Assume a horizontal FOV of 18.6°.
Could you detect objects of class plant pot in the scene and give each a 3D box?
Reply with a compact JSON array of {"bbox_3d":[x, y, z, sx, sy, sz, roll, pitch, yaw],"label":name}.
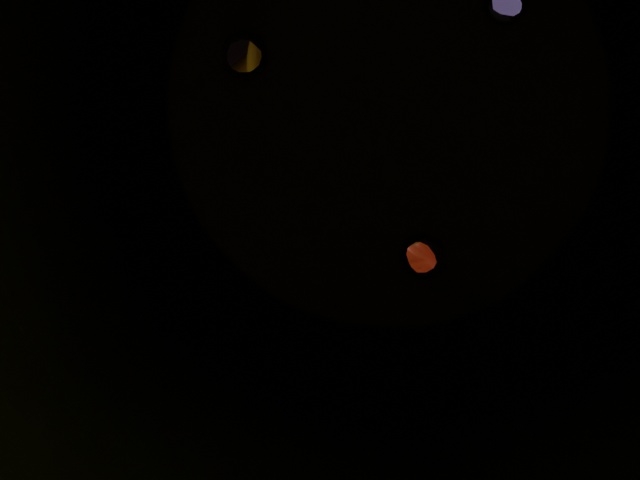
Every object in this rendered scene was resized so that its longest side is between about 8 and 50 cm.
[{"bbox_3d":[0.039,-0.037,0.435,0.275,0.275,0.293,-26,-177,-5],"label":"plant pot"}]

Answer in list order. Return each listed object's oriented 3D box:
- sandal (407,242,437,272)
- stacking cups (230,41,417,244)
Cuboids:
[{"bbox_3d":[-0.003,-0.004,0.870,0.265,0.076,0.102,-8,155,7],"label":"sandal"},{"bbox_3d":[-0.100,0.028,0.748,0.316,0.096,0.096,-31,168,32],"label":"stacking cups"}]
